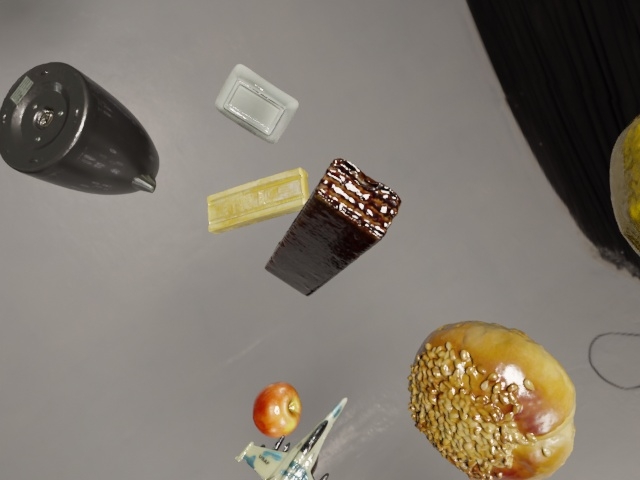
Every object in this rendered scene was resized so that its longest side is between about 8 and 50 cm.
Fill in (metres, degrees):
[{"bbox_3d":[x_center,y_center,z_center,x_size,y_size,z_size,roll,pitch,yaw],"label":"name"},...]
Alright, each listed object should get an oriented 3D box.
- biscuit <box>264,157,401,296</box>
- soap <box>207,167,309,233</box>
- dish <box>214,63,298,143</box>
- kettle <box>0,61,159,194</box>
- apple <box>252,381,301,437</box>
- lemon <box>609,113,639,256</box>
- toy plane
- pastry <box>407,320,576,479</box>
[{"bbox_3d":[0.000,0.000,0.782,0.073,0.107,0.388,-58,4,-24],"label":"biscuit"},{"bbox_3d":[-0.143,-0.089,1.131,0.251,0.092,0.037,-15,-19,19],"label":"soap"},{"bbox_3d":[-0.184,-0.379,1.402,0.151,0.212,0.077,-55,13,17],"label":"dish"},{"bbox_3d":[-0.459,-0.209,0.996,0.207,0.268,0.290,-47,-21,6],"label":"kettle"},{"bbox_3d":[-0.135,0.518,1.516,0.139,0.163,0.163,-18,22,30],"label":"apple"},{"bbox_3d":[0.485,-0.070,0.608,0.233,0.288,0.233,-5,-12,-1],"label":"lemon"},{"bbox_3d":[-0.033,0.390,0.876,0.192,0.088,0.262,32,57,25],"label":"toy plane"},{"bbox_3d":[0.386,0.385,1.164,0.409,0.410,0.245,-12,12,46],"label":"pastry"}]
